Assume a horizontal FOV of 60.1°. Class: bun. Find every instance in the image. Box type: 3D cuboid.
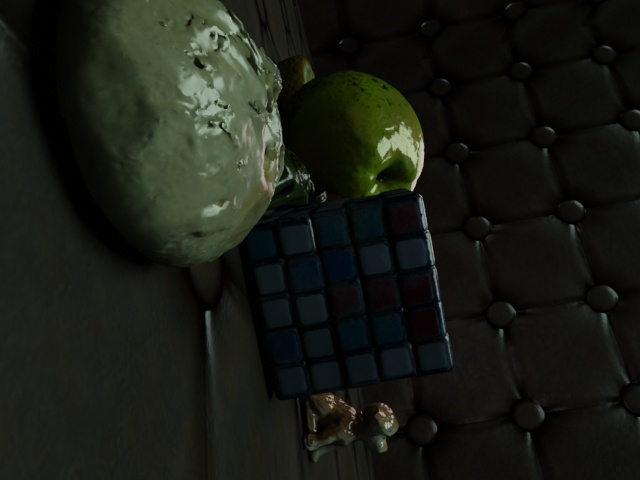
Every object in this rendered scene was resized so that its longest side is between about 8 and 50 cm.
[{"bbox_3d":[-0.108,-0.114,0.492,0.287,0.146,0.287,-10,90,-82],"label":"bun"}]

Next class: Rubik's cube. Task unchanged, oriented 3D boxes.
[{"bbox_3d":[0.047,0.074,0.966,0.293,0.292,0.286,-72,152,-83],"label":"Rubik's cube"}]

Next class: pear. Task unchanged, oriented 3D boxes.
[{"bbox_3d":[0.084,-0.222,1.389,0.391,0.392,0.390,-10,90,-84],"label":"pear"}]

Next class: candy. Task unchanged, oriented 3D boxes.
[{"bbox_3d":[-0.057,-0.421,1.652,0.260,0.118,0.259,-12,90,-82],"label":"candy"}]

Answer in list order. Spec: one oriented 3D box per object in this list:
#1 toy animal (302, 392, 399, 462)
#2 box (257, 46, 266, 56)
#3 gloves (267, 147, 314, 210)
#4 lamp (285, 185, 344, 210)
[{"bbox_3d":[0.059,0.341,1.127,0.104,0.185,0.183,71,11,-50],"label":"toy animal"},{"bbox_3d":[-0.133,-0.366,1.202,0.105,0.037,0.105,-9,90,-84],"label":"box"},{"bbox_3d":[-0.077,-0.103,0.904,0.135,0.107,0.268,41,15,11],"label":"gloves"},{"bbox_3d":[0.000,0.000,1.265,0.180,0.180,0.257,-89,169,-62],"label":"lamp"}]
